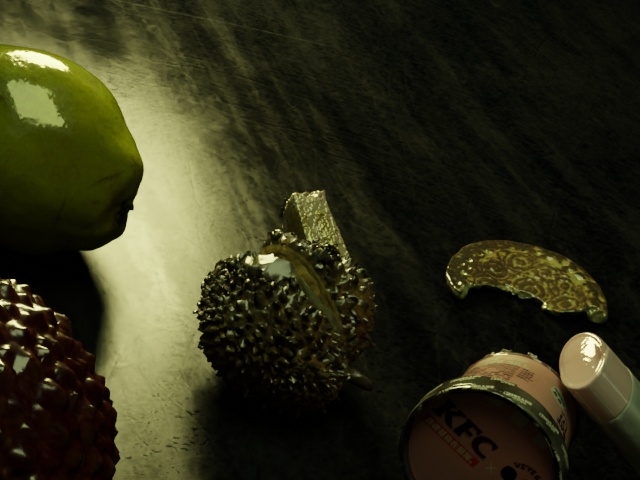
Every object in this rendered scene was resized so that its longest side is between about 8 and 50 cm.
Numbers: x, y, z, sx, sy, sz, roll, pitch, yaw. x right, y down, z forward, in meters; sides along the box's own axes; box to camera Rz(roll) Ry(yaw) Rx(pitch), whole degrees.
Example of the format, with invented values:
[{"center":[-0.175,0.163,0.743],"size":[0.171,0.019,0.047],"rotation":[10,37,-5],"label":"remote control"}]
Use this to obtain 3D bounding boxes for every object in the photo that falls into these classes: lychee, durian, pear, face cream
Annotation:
[{"center":[-0.293,0.144,1.036],"size":[0.300,0.264,0.264],"rotation":[36,34,-1],"label":"lychee"},{"center":[-0.024,0.086,1.347],"size":[0.196,0.167,0.196],"rotation":[6,58,-10],"label":"durian"},{"center":[-0.308,-0.100,1.450],"size":[0.269,0.212,0.212],"rotation":[36,36,10],"label":"pear"},{"center":[0.299,0.176,1.296],"size":[0.198,0.057,0.084],"rotation":[47,22,-22],"label":"face cream"}]

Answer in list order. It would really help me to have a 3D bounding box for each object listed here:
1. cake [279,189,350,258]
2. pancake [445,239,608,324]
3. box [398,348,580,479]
[{"center":[0.000,0.000,1.561],"size":[0.052,0.065,0.121],"rotation":[-9,45,-28],"label":"cake"},{"center":[0.244,0.054,1.604],"size":[0.190,0.020,0.184],"rotation":[30,35,26],"label":"pancake"},{"center":[0.164,0.180,1.263],"size":[0.151,0.151,0.135],"rotation":[24,25,16],"label":"box"}]
